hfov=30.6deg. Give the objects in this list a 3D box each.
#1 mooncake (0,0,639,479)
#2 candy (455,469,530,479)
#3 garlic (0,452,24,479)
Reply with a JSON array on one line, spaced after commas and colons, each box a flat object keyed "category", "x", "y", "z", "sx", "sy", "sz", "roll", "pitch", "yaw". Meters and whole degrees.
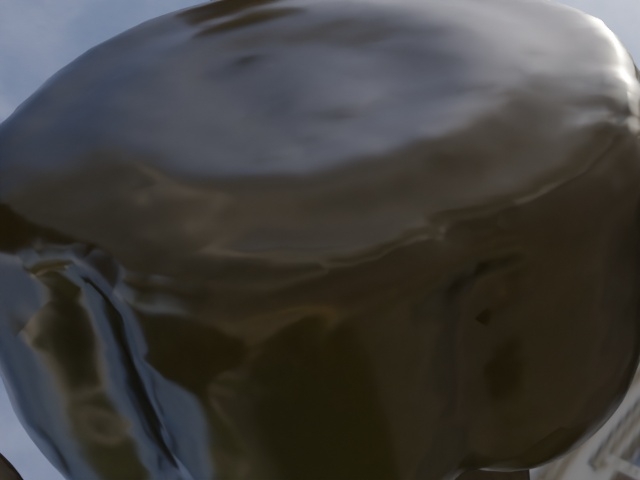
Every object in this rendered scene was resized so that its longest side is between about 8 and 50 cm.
[{"category": "mooncake", "x": 0.000, "y": 0.000, "z": 0.817, "sx": 0.467, "sy": 0.467, "sz": 0.262, "roll": -24, "pitch": -56, "yaw": -25}, {"category": "candy", "x": 0.075, "y": 0.178, "z": 1.062, "sx": 0.234, "sy": 0.104, "sz": 0.102, "roll": -1, "pitch": -49, "yaw": 11}, {"category": "garlic", "x": -0.240, "y": 0.216, "z": 0.514, "sx": 0.259, "sy": 0.317, "sz": 0.317, "roll": 8, "pitch": -83, "yaw": -14}]
